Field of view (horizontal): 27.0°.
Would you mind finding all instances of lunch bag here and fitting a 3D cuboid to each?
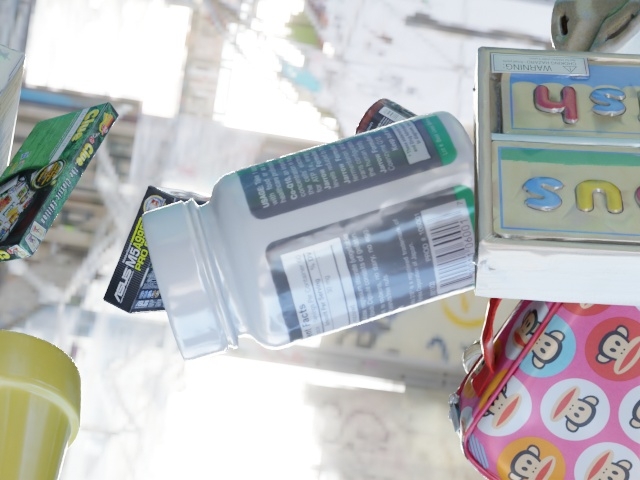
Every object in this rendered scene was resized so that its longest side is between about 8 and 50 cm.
[{"bbox_3d":[0.265,0.123,1.264,0.293,0.258,0.120,-55,-171,15],"label":"lunch bag"}]

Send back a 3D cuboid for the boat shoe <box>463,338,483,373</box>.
[{"bbox_3d":[0.281,0.199,2.303,0.170,0.063,0.059,28,33,-60],"label":"boat shoe"}]

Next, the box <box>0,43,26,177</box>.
[{"bbox_3d":[-0.499,-0.127,1.820,0.311,0.121,0.148,114,-3,-47],"label":"box"}]

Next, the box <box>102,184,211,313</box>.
[{"bbox_3d":[-0.263,0.018,2.363,0.216,0.060,0.270,-68,162,7],"label":"box"}]

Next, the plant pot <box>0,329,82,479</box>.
[{"bbox_3d":[-0.453,0.288,1.811,0.254,0.253,0.239,103,-15,-49],"label":"plant pot"}]

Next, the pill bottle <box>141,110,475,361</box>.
[{"bbox_3d":[0.000,0.000,1.464,0.204,0.361,0.204,164,-90,-86],"label":"pill bottle"}]

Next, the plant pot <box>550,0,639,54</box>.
[{"bbox_3d":[0.477,-0.257,1.725,0.334,0.305,0.334,-42,-148,35],"label":"plant pot"}]

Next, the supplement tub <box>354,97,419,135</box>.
[{"bbox_3d":[0.157,-0.142,2.153,0.106,0.198,0.106,-47,158,-26],"label":"supplement tub"}]

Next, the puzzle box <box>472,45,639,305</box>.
[{"bbox_3d":[0.319,-0.051,1.022,0.272,0.408,0.052,-83,175,-50],"label":"puzzle box"}]

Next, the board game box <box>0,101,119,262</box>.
[{"bbox_3d":[-0.361,-0.071,1.687,0.030,0.136,0.260,53,43,-31],"label":"board game box"}]
